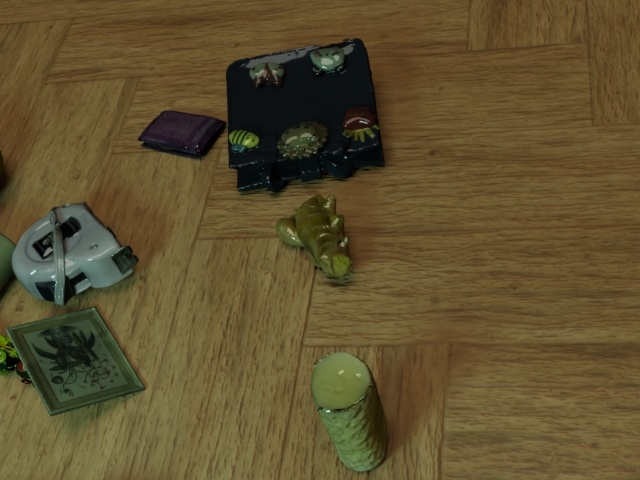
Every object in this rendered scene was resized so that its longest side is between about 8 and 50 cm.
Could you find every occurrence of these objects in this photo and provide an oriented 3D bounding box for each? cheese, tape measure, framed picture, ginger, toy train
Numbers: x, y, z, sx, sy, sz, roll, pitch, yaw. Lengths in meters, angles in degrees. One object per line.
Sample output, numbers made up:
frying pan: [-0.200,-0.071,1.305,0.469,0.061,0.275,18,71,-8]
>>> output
cheese: [0.048,0.258,1.520,0.093,0.167,0.123,-16,44,4]
tape measure: [-0.483,0.026,1.906,0.197,0.120,0.236,-37,46,-14]
framed picture: [-0.429,0.206,1.758,0.173,0.010,0.231,-14,42,-32]
ginger: [0.005,-0.013,1.825,0.115,0.081,0.205,-37,48,-15]
toy train: [-0.542,0.211,1.802,0.249,0.053,0.085,13,49,25]

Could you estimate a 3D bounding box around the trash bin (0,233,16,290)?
trash bin: [-0.730,0.084,1.926,0.243,0.121,0.247,12,50,24]

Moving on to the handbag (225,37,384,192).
handbag: [-0.036,-0.251,2.023,0.303,0.122,0.329,-10,49,6]

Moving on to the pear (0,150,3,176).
pear: [-0.757,-0.151,2.104,0.187,0.188,0.219,15,34,27]

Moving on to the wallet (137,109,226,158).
wallet: [-0.294,-0.231,2.133,0.165,0.030,0.111,13,55,26]
